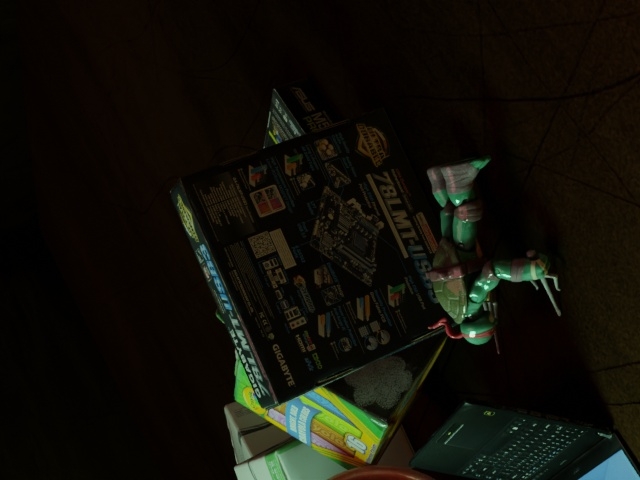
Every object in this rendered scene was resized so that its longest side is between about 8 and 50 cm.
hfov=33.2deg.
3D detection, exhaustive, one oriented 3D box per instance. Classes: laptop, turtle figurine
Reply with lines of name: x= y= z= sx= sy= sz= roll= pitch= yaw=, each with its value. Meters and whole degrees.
laptop: x=0.251 y=0.303 z=1.231 sx=0.234 sy=0.264 sz=0.137 roll=113 pitch=168 yaw=-59
turtle figurine: x=0.177 y=0.026 z=1.195 sx=0.175 sy=0.118 sz=0.234 roll=-4 pitch=101 yaw=66

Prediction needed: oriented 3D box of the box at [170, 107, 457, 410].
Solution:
box: x=0.007 y=0.016 z=1.321 sx=0.296 sy=0.293 sz=0.073 roll=65 pitch=156 yaw=6

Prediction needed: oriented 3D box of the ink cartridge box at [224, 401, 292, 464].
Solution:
ink cartridge box: x=-0.085 y=0.446 z=2.089 sx=0.273 sy=0.114 sz=0.197 roll=-134 pitch=30 yaw=-60

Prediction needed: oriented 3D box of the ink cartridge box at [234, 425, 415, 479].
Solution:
ink cartridge box: x=-0.001 y=0.367 z=1.754 sx=0.122 sy=0.211 sz=0.289 roll=64 pitch=157 yaw=7

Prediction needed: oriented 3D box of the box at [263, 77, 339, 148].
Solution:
box: x=0.007 y=-0.066 z=1.550 sx=0.270 sy=0.060 sz=0.216 roll=57 pitch=155 yaw=26

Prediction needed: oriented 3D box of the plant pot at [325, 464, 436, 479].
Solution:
plant pot: x=0.079 y=0.479 z=1.460 sx=0.272 sy=0.272 sz=0.265 roll=56 pitch=164 yaw=26

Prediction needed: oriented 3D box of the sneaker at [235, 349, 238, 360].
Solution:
sneaker: x=-0.134 y=0.199 z=2.076 sx=0.235 sy=0.090 sz=0.095 roll=94 pitch=155 yaw=-44

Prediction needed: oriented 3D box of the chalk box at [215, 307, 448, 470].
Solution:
chalk box: x=-0.004 y=0.155 z=1.476 sx=0.289 sy=0.180 sz=0.179 roll=30 pitch=145 yaw=13
